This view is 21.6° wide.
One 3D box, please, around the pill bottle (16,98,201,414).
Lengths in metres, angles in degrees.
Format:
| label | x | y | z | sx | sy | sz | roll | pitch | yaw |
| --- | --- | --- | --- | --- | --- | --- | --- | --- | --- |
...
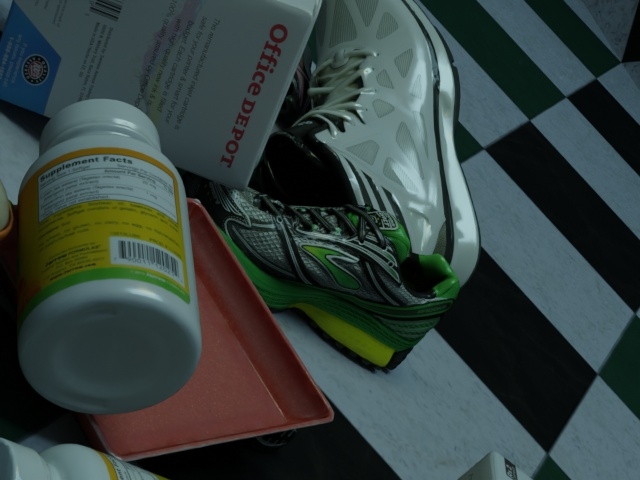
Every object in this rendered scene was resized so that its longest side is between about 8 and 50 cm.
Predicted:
| label | x | y | z | sx | sy | sz | roll | pitch | yaw |
| --- | --- | --- | --- | --- | --- | --- | --- | --- | --- |
| pill bottle | -0.169 | 0.004 | 1.321 | 0.136 | 0.136 | 0.246 | 31 | 31 | -33 |

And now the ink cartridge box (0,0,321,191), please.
| label | x | y | z | sx | sy | sz | roll | pitch | yaw |
| --- | --- | --- | --- | --- | --- | --- | --- | --- | --- |
| ink cartridge box | -0.154 | -0.211 | 1.651 | 0.270 | 0.198 | 0.197 | 21 | 24 | -5 |

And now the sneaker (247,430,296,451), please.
| label | x | y | z | sx | sy | sz | roll | pitch | yaw |
| --- | --- | --- | --- | --- | --- | --- | --- | --- | --- |
| sneaker | -0.065 | 0.156 | 1.500 | 0.109 | 0.040 | 0.044 | 27 | 27 | -41 |

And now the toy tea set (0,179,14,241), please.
| label | x | y | z | sx | sy | sz | roll | pitch | yaw |
| --- | --- | --- | --- | --- | --- | --- | --- | --- | --- |
| toy tea set | -0.335 | -0.019 | 1.196 | 0.200 | 0.124 | 0.336 | 41 | 22 | -12 |

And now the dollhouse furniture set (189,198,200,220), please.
| label | x | y | z | sx | sy | sz | roll | pitch | yaw |
| --- | --- | --- | --- | --- | --- | --- | --- | --- | --- |
| dollhouse furniture set | -0.148 | 0.005 | 1.555 | 0.091 | 0.081 | 0.114 | 54 | 23 | 18 |

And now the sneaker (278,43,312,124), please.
| label | x | y | z | sx | sy | sz | roll | pitch | yaw |
| --- | --- | --- | --- | --- | --- | --- | --- | --- | --- |
| sneaker | -0.050 | -0.218 | 2.140 | 0.077 | 0.072 | 0.178 | 17 | 35 | -49 |

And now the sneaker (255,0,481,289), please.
| label | x | y | z | sx | sy | sz | roll | pitch | yaw |
| --- | --- | --- | --- | --- | --- | --- | --- | --- | --- |
| sneaker | 0.037 | -0.155 | 1.981 | 0.257 | 0.169 | 0.448 | 17 | 50 | -48 |

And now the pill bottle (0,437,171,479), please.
| label | x | y | z | sx | sy | sz | roll | pitch | yaw |
| --- | --- | --- | --- | --- | --- | --- | --- | --- | --- |
| pill bottle | -0.151 | 0.208 | 1.147 | 0.208 | 0.117 | 0.118 | 30 | 27 | -37 |

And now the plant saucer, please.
| label | x | y | z | sx | sy | sz | roll | pitch | yaw |
| --- | --- | --- | --- | --- | --- | --- | --- | --- | --- |
| plant saucer | -0.146 | 0.078 | 1.427 | 0.258 | 0.048 | 0.259 | -4 | 52 | -48 |

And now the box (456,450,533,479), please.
| label | x | y | z | sx | sy | sz | roll | pitch | yaw |
| --- | --- | --- | --- | --- | --- | --- | --- | --- | --- |
| box | 0.186 | 0.326 | 1.554 | 0.182 | 0.119 | 0.181 | 39 | 23 | -18 |

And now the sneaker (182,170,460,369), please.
| label | x | y | z | sx | sy | sz | roll | pitch | yaw |
| --- | --- | --- | --- | --- | --- | --- | --- | --- | --- |
| sneaker | 0.000 | 0.000 | 1.747 | 0.343 | 0.146 | 0.134 | 29 | 28 | -33 |
